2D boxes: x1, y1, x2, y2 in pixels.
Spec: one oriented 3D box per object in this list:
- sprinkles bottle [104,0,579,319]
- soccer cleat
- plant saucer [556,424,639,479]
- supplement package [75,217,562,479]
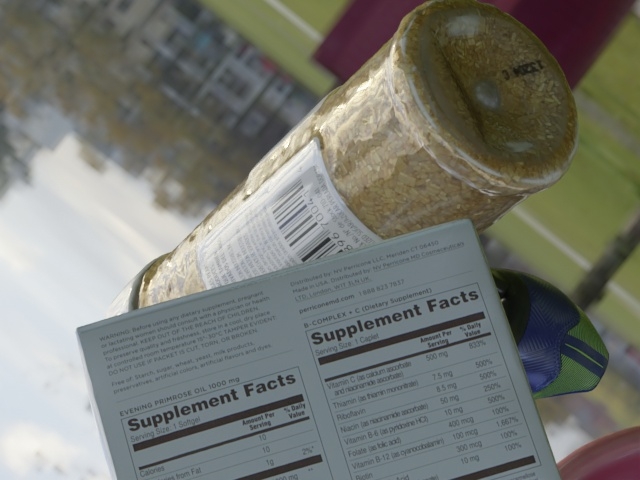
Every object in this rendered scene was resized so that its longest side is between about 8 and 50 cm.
[{"bbox_3d":[0.000,0.000,1.117,0.121,0.355,0.121,19,-127,-27],"label":"sprinkles bottle"},{"bbox_3d":[0.075,0.063,1.270,0.121,0.093,0.289,27,169,-29],"label":"soccer cleat"},{"bbox_3d":[0.271,0.288,1.316,0.332,0.332,0.084,39,149,17],"label":"plant saucer"},{"bbox_3d":[-0.003,0.122,1.007,0.262,0.204,0.145,89,164,-69],"label":"supplement package"}]
